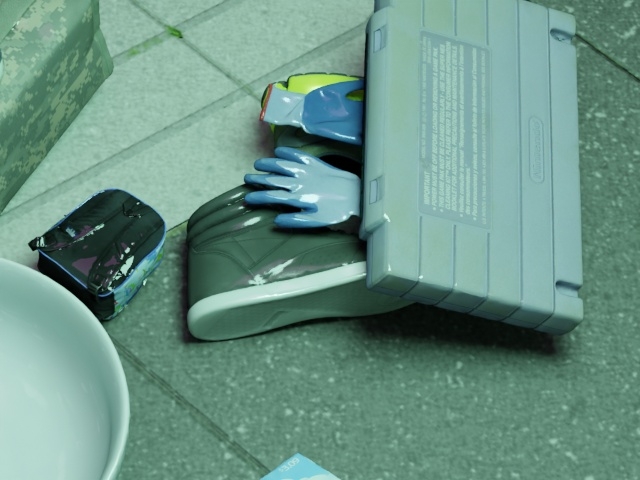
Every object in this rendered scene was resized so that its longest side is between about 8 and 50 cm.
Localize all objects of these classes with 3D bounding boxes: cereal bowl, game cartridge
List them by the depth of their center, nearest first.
[{"bbox_3d":[-0.343,0.180,1.800,0.339,0.141,0.339,4,56,-6],"label":"cereal bowl"},{"bbox_3d":[0.150,-0.094,1.987,0.230,0.068,0.355,12,62,-18],"label":"game cartridge"}]

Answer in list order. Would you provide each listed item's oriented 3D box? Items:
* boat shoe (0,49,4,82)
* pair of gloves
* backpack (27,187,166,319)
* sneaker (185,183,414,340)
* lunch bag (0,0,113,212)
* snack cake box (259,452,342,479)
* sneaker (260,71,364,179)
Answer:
[{"bbox_3d":[-0.429,-0.183,1.893,0.254,0.079,0.095,10,67,6],"label":"boat shoe"},{"bbox_3d":[0.010,-0.088,1.995,0.159,0.023,0.198,11,54,-1],"label":"pair of gloves"},{"bbox_3d":[-0.212,0.012,1.970,0.105,0.084,0.114,36,63,16],"label":"backpack"},{"bbox_3d":[0.000,0.000,1.996,0.295,0.104,0.147,-10,62,-10],"label":"sneaker"},{"bbox_3d":[-0.394,-0.191,2.038,0.287,0.169,0.235,25,61,18],"label":"lunch bag"},{"bbox_3d":[-0.063,0.314,1.746,0.264,0.089,0.152,-33,39,-27],"label":"snack cake box"},{"bbox_3d":[0.089,-0.102,2.096,0.300,0.111,0.121,-2,68,-5],"label":"sneaker"}]
